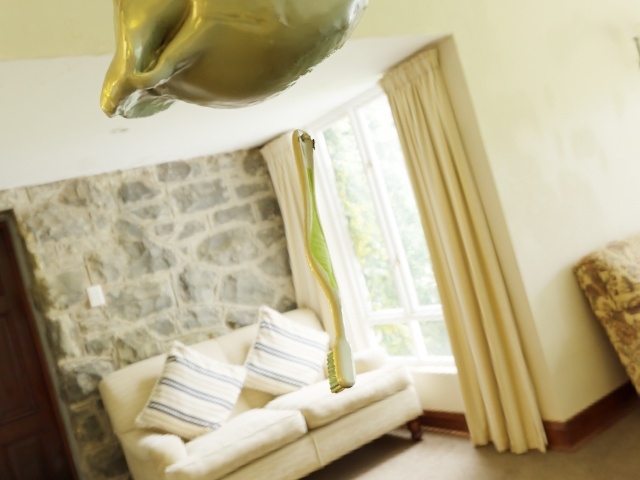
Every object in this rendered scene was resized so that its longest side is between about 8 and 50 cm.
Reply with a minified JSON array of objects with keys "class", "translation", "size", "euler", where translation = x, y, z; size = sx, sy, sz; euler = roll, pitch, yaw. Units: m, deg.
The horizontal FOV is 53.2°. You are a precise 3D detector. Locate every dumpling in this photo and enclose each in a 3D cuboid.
[{"class":"dumpling","translation":[-0.066,-0.232,0.606],"size":[0.321,0.211,0.270],"euler":[-17,-41,-11]}]

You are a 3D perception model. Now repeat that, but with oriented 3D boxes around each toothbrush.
[{"class":"toothbrush","translation":[0.000,0.000,0.531],"size":[0.022,0.262,0.026],"euler":[14,-40,-30]}]
